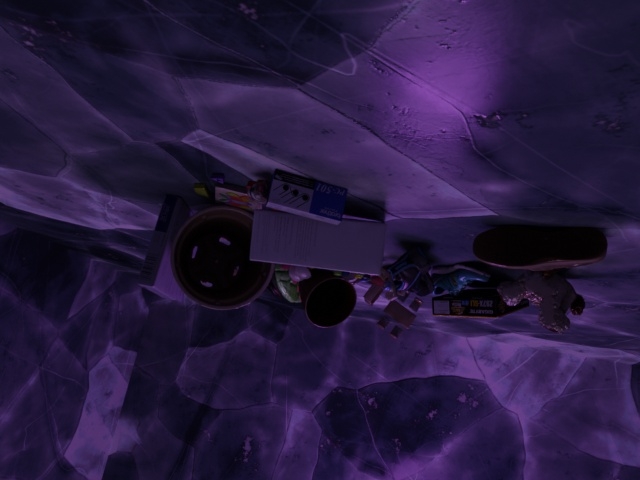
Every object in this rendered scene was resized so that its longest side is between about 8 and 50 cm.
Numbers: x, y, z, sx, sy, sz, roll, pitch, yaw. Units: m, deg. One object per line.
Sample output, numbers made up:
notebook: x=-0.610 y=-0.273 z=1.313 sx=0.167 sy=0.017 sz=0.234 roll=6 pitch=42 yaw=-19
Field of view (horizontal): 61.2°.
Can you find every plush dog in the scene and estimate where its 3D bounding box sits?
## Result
plush dog: x=0.765 y=0.166 z=1.817 sx=0.262 sy=0.211 sz=0.225 roll=35 pitch=-163 yaw=37

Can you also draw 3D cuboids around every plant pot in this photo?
plant pot: x=-0.347 y=0.066 z=1.869 sx=0.333 sy=0.334 sz=0.305 roll=15 pitch=171 yaw=-14
plant pot: x=0.000 y=0.199 z=2.174 sx=0.215 sy=0.216 sz=0.230 roll=20 pitch=-168 yaw=-29

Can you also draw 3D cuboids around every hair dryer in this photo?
hair dryer: x=0.338 y=0.170 z=2.250 sx=0.293 sy=0.080 sz=0.223 roll=3 pitch=163 yaw=29

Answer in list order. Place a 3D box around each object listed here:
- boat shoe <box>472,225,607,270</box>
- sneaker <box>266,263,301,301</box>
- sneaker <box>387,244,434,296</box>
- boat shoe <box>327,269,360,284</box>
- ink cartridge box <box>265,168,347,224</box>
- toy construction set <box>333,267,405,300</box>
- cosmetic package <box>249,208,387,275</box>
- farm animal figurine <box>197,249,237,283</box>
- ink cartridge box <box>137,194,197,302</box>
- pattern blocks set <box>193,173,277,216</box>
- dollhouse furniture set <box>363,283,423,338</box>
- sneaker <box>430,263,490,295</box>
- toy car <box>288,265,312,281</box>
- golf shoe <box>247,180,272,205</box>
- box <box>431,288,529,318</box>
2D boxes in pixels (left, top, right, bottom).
boat shoe: x=0.596 y=0.033 z=1.486 sx=0.340 sy=0.122 sz=0.110 roll=2 pitch=161 yaw=28
sneaker: x=-0.192 y=0.207 z=2.583 sx=0.202 sy=0.186 sz=0.483 roll=6 pitch=163 yaw=6
sneaker: x=0.321 y=0.127 z=1.950 sx=0.139 sy=0.125 sz=0.341 roll=-31 pitch=150 yaw=1
boat shoe: x=0.028 y=0.150 z=2.351 sx=0.304 sy=0.109 sz=0.091 roll=2 pitch=158 yaw=20
ink cartridge box: x=-0.036 y=-0.116 z=1.465 sx=0.206 sy=0.097 sz=0.046 roll=14 pitch=165 yaw=-11
toy construction set: x=0.177 y=0.105 z=2.040 sx=0.327 sy=0.151 sz=0.215 roll=34 pitch=155 yaw=-29
cosmetic package: x=0.000 y=0.000 z=1.610 sx=0.384 sy=0.157 sz=0.217 roll=5 pitch=-176 yaw=3
farm animal figurine: x=-0.533 y=0.092 z=2.491 sx=0.326 sy=0.172 sz=0.330 roll=21 pitch=175 yaw=12
ink cartridge box: x=-0.536 y=0.041 z=1.967 sx=0.071 sy=0.325 sz=0.330 roll=11 pitch=164 yaw=4
pattern blocks set: x=-0.258 y=-0.133 z=1.704 sx=0.285 sy=0.026 sz=0.325 roll=10 pitch=165 yaw=8
dollhouse furniture set: x=0.326 y=0.303 z=2.502 sx=0.242 sy=0.212 sz=0.161 roll=36 pitch=171 yaw=14
sneaker: x=0.514 y=0.152 z=1.997 sx=0.106 sy=0.110 sz=0.275 roll=19 pitch=162 yaw=-26
toy car: x=-0.062 y=0.064 z=2.093 sx=0.136 sy=0.159 sz=0.182 roll=50 pitch=158 yaw=-6
golf shoe: x=-0.122 y=-0.125 z=1.544 sx=0.186 sy=0.068 sz=0.085 roll=19 pitch=165 yaw=-41
box: x=0.619 y=0.237 z=2.077 sx=0.257 sy=0.080 sz=0.321 roll=-7 pitch=178 yaw=40
